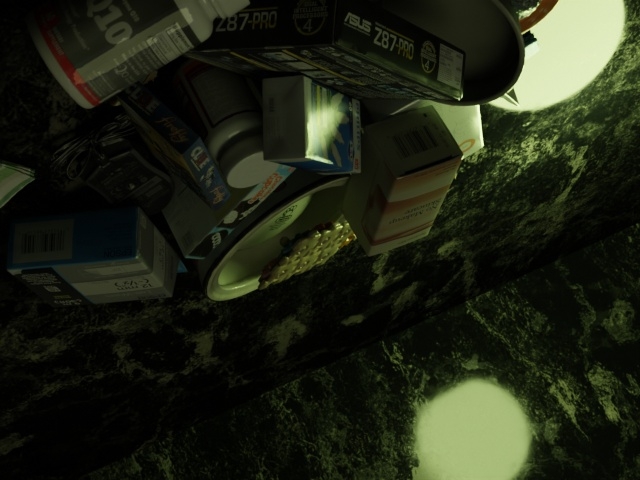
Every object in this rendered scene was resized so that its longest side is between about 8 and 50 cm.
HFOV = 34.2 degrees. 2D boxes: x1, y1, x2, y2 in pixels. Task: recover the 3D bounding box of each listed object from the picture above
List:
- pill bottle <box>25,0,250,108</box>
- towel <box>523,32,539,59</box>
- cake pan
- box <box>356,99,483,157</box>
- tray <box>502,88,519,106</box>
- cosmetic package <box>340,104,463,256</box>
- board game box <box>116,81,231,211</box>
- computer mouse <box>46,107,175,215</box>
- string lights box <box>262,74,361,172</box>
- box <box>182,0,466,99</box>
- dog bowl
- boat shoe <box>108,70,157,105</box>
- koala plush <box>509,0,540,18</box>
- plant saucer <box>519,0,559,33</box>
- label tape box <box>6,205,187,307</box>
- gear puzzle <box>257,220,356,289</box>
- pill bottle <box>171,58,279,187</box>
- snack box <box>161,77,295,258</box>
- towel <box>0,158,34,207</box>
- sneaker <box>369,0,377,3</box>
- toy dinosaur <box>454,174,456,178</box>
[{"bbox_3d":[-0.255,-0.324,1.473,0.283,0.161,0.161,-31,157,3],"label":"pill bottle"},{"bbox_3d":[0.417,-0.401,2.252,0.119,0.029,0.067,-33,157,6],"label":"towel"},{"bbox_3d":[0.215,-0.355,1.779,0.054,0.293,0.293,-61,175,-32],"label":"cake pan"},{"bbox_3d":[0.187,-0.271,2.080,0.215,0.168,0.345,-29,156,-1],"label":"box"},{"bbox_3d":[0.327,-0.361,2.092,0.030,0.145,0.270,-24,161,23],"label":"tray"},{"bbox_3d":[0.150,-0.109,1.995,0.153,0.129,0.296,-21,157,-17],"label":"cosmetic package"},{"bbox_3d":[-0.237,-0.153,1.694,0.042,0.165,0.243,-45,162,-9],"label":"board game box"},{"bbox_3d":[-0.356,-0.139,1.869,0.188,0.072,0.272,-31,146,2],"label":"computer mouse"},{"bbox_3d":[-0.011,-0.188,1.744,0.076,0.133,0.259,-2,178,22],"label":"string lights box"},{"bbox_3d":[0.006,-0.303,1.674,0.318,0.097,0.395,3,177,35],"label":"box"},{"bbox_3d":[-0.107,-0.056,2.138,0.408,0.150,0.408,-34,164,-11],"label":"dog bowl"},{"bbox_3d":[-0.285,-0.277,1.660,0.059,0.063,0.170,2,142,-41],"label":"boat shoe"},{"bbox_3d":[0.259,-0.462,1.777,0.221,0.203,0.196,-6,142,12],"label":"koala plush"},{"bbox_3d":[0.368,-0.453,1.981,0.200,0.037,0.200,-20,157,-9],"label":"plant saucer"},{"bbox_3d":[-0.422,0.057,2.029,0.249,0.115,0.348,-6,156,7],"label":"label tape box"},{"bbox_3d":[0.000,0.000,2.193,0.339,0.044,0.175,-21,157,-54],"label":"gear puzzle"},{"bbox_3d":[-0.157,-0.204,1.754,0.121,0.221,0.121,-24,157,-11],"label":"pill bottle"},{"bbox_3d":[-0.176,-0.134,1.923,0.322,0.187,0.060,-42,154,29],"label":"snack box"},{"bbox_3d":[-0.570,-0.098,1.755,0.113,0.023,0.152,-38,155,19],"label":"towel"},{"bbox_3d":[0.029,-0.374,1.604,0.161,0.057,0.075,-18,150,-30],"label":"sneaker"},{"bbox_3d":[0.288,-0.206,2.491,0.211,0.064,0.112,7,157,-40],"label":"toy dinosaur"}]
